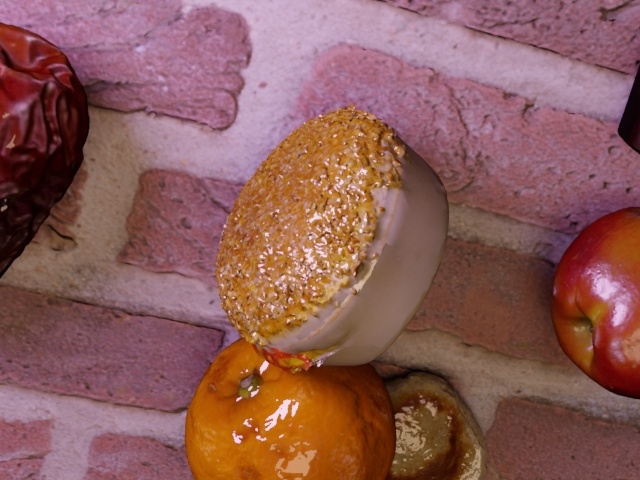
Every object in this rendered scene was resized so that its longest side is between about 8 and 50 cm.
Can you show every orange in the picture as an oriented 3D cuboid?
[{"bbox_3d":[-0.037,0.232,1.054,0.261,0.261,0.261,-2,117,-4],"label":"orange"}]

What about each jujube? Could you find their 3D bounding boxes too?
[{"bbox_3d":[-0.373,-0.065,0.915,0.216,0.216,0.342,21,121,-14],"label":"jujube"}]

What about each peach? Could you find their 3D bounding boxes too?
[{"bbox_3d":[0.399,0.074,1.045,0.243,0.199,0.244,3,77,-14],"label":"peach"}]

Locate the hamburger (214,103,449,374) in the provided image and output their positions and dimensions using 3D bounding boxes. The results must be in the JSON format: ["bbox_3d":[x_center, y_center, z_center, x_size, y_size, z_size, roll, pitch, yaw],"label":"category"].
[{"bbox_3d":[0.000,0.000,0.932,0.179,0.276,0.294,23,109,-27],"label":"hamburger"}]

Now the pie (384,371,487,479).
[{"bbox_3d":[0.130,0.284,1.190,0.178,0.084,0.205,-29,112,10],"label":"pie"}]

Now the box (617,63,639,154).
[{"bbox_3d":[0.574,-0.193,0.967,0.415,0.116,0.264,7,117,-9],"label":"box"}]
